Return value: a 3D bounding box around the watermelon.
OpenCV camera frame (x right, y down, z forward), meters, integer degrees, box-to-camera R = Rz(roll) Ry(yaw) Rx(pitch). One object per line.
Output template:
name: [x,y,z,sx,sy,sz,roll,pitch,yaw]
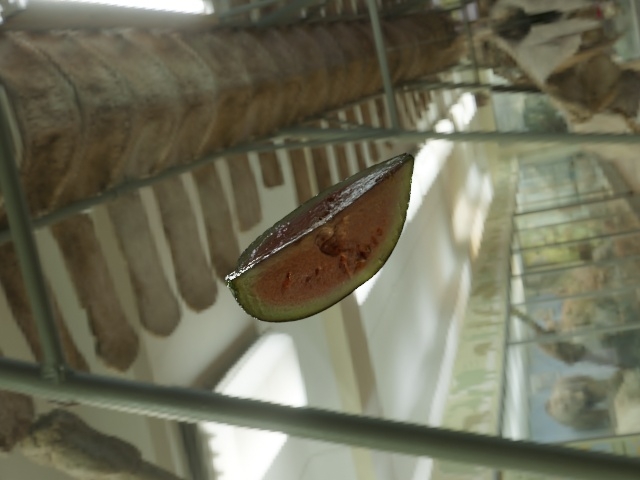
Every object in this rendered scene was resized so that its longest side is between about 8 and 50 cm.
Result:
watermelon: [-0.006,-0.003,0.743,0.069,0.163,0.087,42,159,38]
